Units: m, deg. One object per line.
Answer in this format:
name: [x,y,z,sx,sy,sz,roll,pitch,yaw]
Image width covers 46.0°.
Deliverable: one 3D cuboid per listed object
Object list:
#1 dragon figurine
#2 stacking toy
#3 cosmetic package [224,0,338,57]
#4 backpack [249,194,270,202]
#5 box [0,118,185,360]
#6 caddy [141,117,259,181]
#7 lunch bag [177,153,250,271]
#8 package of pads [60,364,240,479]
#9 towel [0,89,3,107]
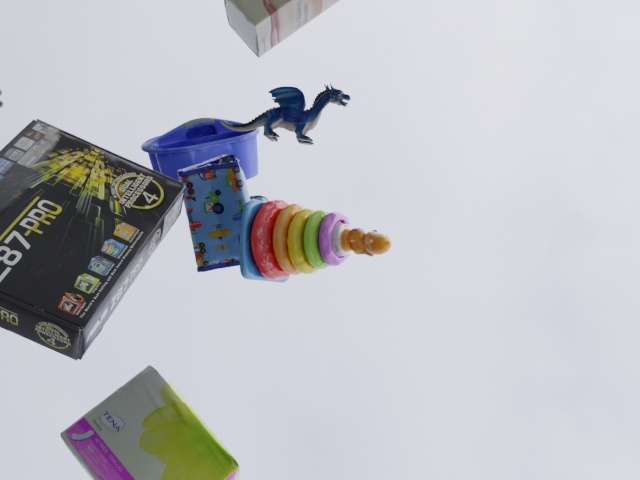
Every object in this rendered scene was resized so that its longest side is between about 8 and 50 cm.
dragon figurine: [-0.078,-0.301,1.730,0.289,0.085,0.144,6,-93,3]
stacking toy: [0.000,0.000,1.464,0.301,0.175,0.166,0,-96,32]
cosmetic package: [-0.076,-0.598,1.816,0.296,0.153,0.129,-38,-102,-10]
backpack: [-0.173,-0.070,1.921,0.105,0.114,0.084,-6,-98,3]
box: [-0.458,-0.018,1.305,0.395,0.318,0.097,-65,177,-46]
caddy: [-0.334,-0.259,2.148,0.241,0.341,0.179,29,-50,59]
lunch bag: [-0.208,-0.076,1.702,0.138,0.293,0.221,-9,-79,3]
package of pads: [-0.320,0.409,1.448,0.296,0.229,0.101,41,-28,23]
towel: [-0.781,-0.284,1.561,0.282,0.187,0.049,10,-76,55]
